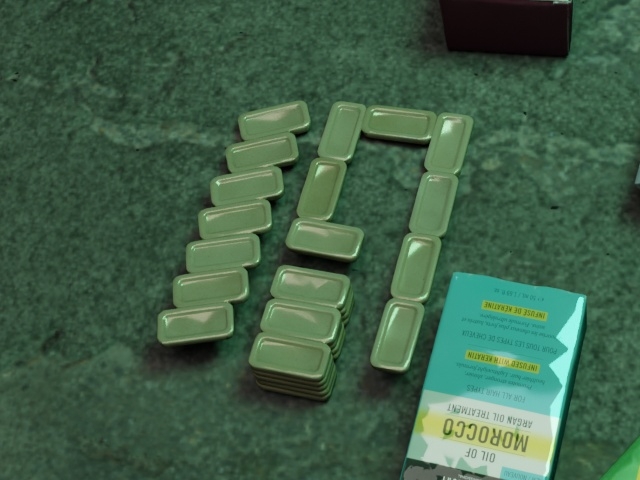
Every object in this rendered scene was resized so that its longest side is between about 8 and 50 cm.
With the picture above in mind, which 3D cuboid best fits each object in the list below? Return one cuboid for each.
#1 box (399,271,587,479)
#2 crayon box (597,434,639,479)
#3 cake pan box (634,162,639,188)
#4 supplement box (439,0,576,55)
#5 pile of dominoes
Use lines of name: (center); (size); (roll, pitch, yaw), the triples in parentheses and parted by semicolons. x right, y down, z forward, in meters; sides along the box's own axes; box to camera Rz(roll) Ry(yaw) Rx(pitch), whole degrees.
box: (0.113, 0.149, 0.939); (0.101, 0.060, 0.244); (10, 67, 15)
crayon box: (0.321, 0.161, 0.884); (0.202, 0.081, 0.318); (40, 77, 24)
cake pan box: (0.353, -0.152, 0.938); (0.070, 0.267, 0.245); (27, 70, -22)
supplement box: (0.162, -0.251, 1.104); (0.104, 0.081, 0.188); (6, 66, 13)
pile of dominoes: (0.000, 0.000, 1.056); (0.196, 0.040, 0.251); (9, 59, 15)
